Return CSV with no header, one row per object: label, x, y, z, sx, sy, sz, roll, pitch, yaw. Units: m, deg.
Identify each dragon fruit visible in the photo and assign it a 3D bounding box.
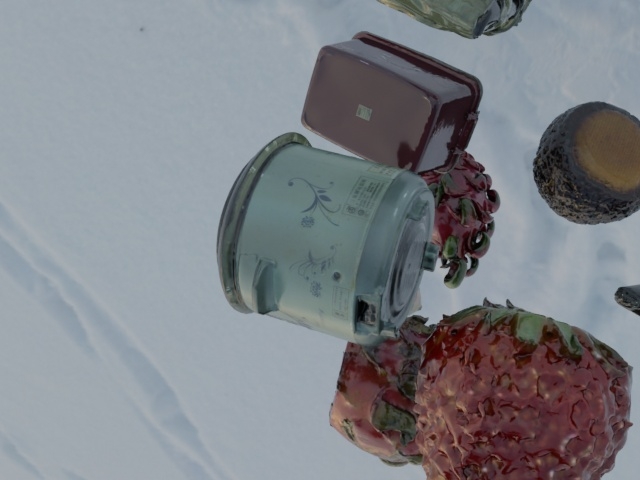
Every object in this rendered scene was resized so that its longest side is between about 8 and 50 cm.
dragon fruit,0.168,0.276,1.329,0.290,0.250,0.269,11,139,1
dragon fruit,0.277,-0.059,1.559,0.198,0.218,0.273,-38,69,15

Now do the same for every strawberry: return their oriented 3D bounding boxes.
strawberry,0.226,0.249,0.945,0.292,0.344,0.292,17,180,0

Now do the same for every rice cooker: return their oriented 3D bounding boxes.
rice cooker,0.000,0.000,1.053,0.316,0.317,0.264,10,133,13

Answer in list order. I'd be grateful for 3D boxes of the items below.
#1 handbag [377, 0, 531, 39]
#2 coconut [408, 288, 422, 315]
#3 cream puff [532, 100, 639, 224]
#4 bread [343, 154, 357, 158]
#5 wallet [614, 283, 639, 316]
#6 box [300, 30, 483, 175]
handbag,0.137,-0.342,0.975,0.253,0.316,0.109,34,118,12
coconut,0.178,0.130,1.751,0.124,0.110,0.110,29,135,-2
cream puff,0.517,-0.141,1.454,0.239,0.239,0.165,27,157,-5
bread,-0.002,-0.082,1.678,0.277,0.324,0.167,-7,122,-15
wallet,0.643,0.118,1.346,0.149,0.250,0.044,38,122,44
box,0.116,-0.236,1.348,0.294,0.167,0.193,29,120,22
